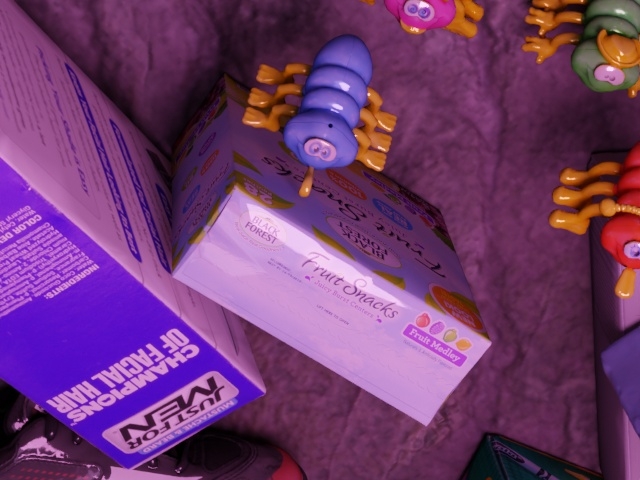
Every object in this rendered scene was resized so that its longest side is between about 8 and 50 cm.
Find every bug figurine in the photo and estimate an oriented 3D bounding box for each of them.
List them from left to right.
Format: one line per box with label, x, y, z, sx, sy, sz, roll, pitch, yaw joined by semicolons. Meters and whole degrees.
bug figurine;0.105;-0.090;1.088;0.279;0.216;0.072;17;151;-8

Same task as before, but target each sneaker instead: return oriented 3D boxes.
sneaker;-0.144;0.146;1.219;0.276;0.097;0.135;-1;115;-3

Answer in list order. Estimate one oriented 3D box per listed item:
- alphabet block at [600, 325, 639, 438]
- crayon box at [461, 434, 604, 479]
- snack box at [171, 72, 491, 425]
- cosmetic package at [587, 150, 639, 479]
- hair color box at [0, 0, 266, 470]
alphabet block;0.307;0.124;1.087;0.192;0.193;0.197;-33;111;10
crayon box;0.205;0.264;1.305;0.278;0.081;0.165;23;109;-14
snack box;0.000;0.000;1.110;0.174;0.207;0.070;31;108;-17
cosmetic package;0.245;0.066;1.216;0.127;0.107;0.238;-5;116;-3
hair color box;-0.169;-0.028;1.019;0.110;0.185;0.339;-31;143;10
